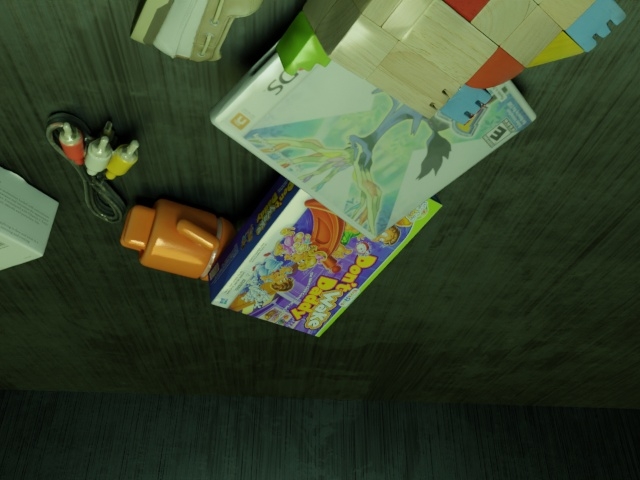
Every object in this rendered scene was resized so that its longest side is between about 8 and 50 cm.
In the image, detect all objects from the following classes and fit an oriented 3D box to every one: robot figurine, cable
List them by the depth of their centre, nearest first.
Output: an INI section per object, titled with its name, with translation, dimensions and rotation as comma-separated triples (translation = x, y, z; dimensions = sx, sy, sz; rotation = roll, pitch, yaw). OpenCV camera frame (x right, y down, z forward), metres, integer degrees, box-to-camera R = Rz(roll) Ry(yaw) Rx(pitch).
[cable]
translation = -0.373, -0.102, 0.905
dimensions = 0.140, 0.072, 0.287
rotation = 17, 146, -15
[robot figurine]
translation = -0.243, 0.002, 1.020
dimensions = 0.219, 0.128, 0.158
rotation = 17, 130, -25

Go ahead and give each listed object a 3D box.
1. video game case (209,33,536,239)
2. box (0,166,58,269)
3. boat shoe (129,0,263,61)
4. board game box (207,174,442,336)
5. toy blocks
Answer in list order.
[video game case]
translation = 0.079, -0.165, 0.733
dimensions = 0.300, 0.036, 0.329
rotation = -38, 131, 22
[box]
translation = -0.593, -0.041, 0.962
dimensions = 0.182, 0.119, 0.181
rotation = -15, 146, 24
[boat shoe]
translation = -0.095, -0.290, 0.567
dimensions = 0.103, 0.113, 0.302
rotation = 19, 155, -29
[board game box]
translation = 0.000, 0.000, 0.947
dimensions = 0.233, 0.078, 0.347
rotation = 23, 120, -32
[toy blocks]
translation = 0.177, -0.255, 0.539
dimensions = 0.261, 0.190, 0.381
rotation = 18, 128, -37
